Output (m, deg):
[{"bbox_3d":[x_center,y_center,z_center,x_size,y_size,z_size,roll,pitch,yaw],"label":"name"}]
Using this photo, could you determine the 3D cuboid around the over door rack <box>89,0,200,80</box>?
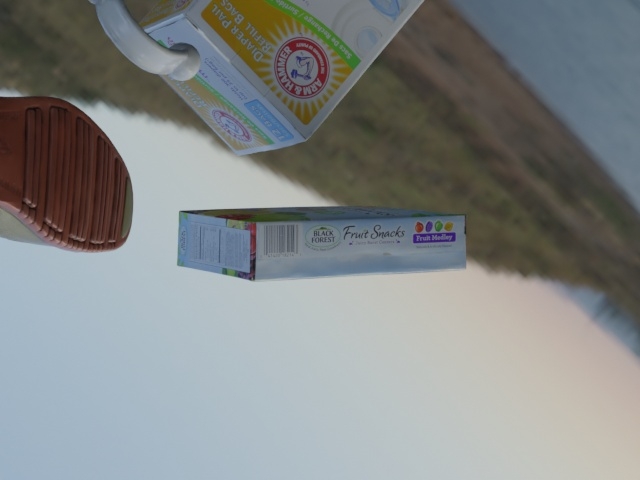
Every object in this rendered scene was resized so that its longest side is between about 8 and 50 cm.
[{"bbox_3d":[-0.032,-0.256,0.915,0.108,0.239,0.324,30,-152,-43],"label":"over door rack"}]

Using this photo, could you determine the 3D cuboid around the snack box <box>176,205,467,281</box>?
[{"bbox_3d":[0.000,0.000,1.054,0.141,0.037,0.100,-2,-174,-29],"label":"snack box"}]

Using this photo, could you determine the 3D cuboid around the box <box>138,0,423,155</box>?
[{"bbox_3d":[-0.010,-0.165,1.158,0.114,0.203,0.103,46,159,-18],"label":"box"}]

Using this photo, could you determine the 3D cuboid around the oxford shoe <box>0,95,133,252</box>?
[{"bbox_3d":[-0.329,-0.073,1.736,0.146,0.140,0.397,-5,163,30],"label":"oxford shoe"}]
